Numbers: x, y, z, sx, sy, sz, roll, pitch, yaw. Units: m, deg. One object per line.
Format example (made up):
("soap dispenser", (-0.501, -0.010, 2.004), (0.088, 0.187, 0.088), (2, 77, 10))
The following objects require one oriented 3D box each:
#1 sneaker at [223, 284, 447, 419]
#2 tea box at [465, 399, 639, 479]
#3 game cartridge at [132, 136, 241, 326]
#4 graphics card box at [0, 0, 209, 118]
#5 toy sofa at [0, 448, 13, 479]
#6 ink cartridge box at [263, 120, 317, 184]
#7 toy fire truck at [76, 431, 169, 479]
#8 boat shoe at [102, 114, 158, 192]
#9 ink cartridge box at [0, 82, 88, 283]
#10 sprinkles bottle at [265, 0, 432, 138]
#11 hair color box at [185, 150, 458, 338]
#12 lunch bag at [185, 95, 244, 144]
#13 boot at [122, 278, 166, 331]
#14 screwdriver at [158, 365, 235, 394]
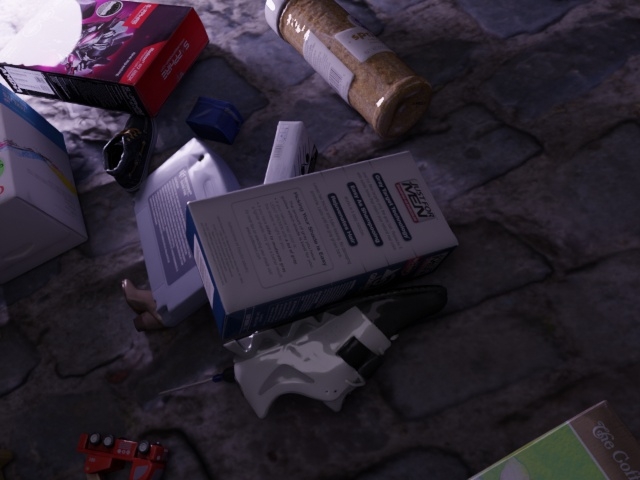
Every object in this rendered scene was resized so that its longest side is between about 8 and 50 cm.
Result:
("sneaker", (0.038, 0.162, 0.893), (0.330, 0.122, 0.146), (-20, 81, 6))
("tea box", (0.202, 0.356, 0.628), (0.323, 0.329, 0.220), (-33, 62, 1))
("game cartridge", (-0.212, -0.027, 1.022), (0.196, 0.060, 0.294), (-39, 52, 20))
("graphics card box", (-0.442, -0.381, 1.245), (0.370, 0.094, 0.233), (14, 61, 22))
("toy sofa", (-0.511, 0.493, 0.876), (0.177, 0.150, 0.362), (-37, 62, 4))
("ink cartridge box", (-0.056, -0.084, 1.022), (0.046, 0.097, 0.207), (5, 68, 18))
("toy fire truck", (-0.333, 0.365, 0.936), (0.192, 0.047, 0.135), (4, 69, 17))
("boat shoe", (-0.357, -0.187, 1.161), (0.065, 0.083, 0.183), (-7, 66, 13))
("ink cartridge box", (-0.586, -0.100, 1.125), (0.198, 0.197, 0.270), (-26, 63, 4))
("sprinkles bottle", (0.042, -0.331, 1.088), (0.121, 0.121, 0.355), (-38, 63, -2))
("hair color box", (0.000, 0.000, 0.884), (0.347, 0.105, 0.174), (-15, 67, -19))
("lunch bag", (-0.189, -0.224, 1.138), (0.098, 0.067, 0.065), (17, 73, 21))
("boot", (-0.281, 0.099, 1.044), (0.087, 0.042, 0.118), (-26, 64, -3))
("screwdriver", (-0.181, 0.224, 0.969), (0.169, 0.024, 0.025), (-20, 35, 9))
